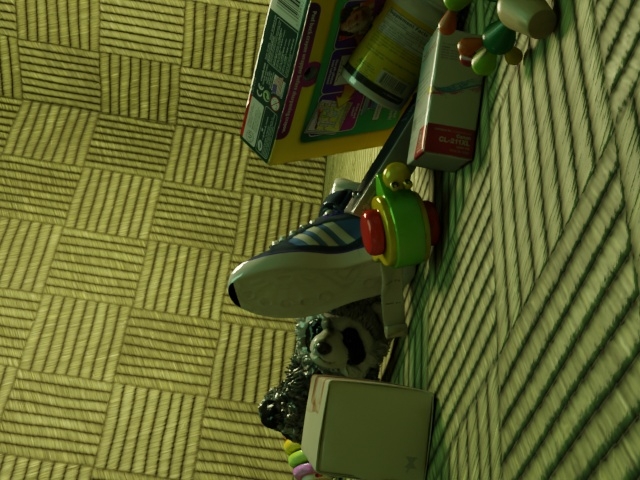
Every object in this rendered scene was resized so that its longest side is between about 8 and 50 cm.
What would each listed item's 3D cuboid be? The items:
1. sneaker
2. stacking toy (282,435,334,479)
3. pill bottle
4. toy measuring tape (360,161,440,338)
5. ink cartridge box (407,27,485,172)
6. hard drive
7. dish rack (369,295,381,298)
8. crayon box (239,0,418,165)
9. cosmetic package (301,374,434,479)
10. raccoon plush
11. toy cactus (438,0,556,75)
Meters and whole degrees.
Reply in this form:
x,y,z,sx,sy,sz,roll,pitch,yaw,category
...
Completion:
x,y,z,sx,sy,sz,roll,pitch,yaw,category
0.000,0.000,1.796,0.236,0.323,0.130,-97,-4,-50,sneaker
-0.014,0.475,2.294,0.165,0.175,0.301,109,158,-60,stacking toy
0.135,-0.322,1.672,0.208,0.119,0.119,-56,11,16,pill bottle
0.122,0.036,1.582,0.121,0.121,0.330,-87,-5,-58,toy measuring tape
0.176,-0.193,1.460,0.127,0.072,0.175,136,143,-84,ink cartridge box
0.126,-0.141,1.662,0.254,0.054,0.172,-59,4,0,hard drive
0.095,0.063,2.057,0.208,0.074,0.271,107,172,-58,dish rack
0.049,-0.322,1.784,0.106,0.313,0.362,45,133,34,crayon box
0.060,0.265,1.514,0.296,0.153,0.129,139,139,-82,cosmetic package
0.022,0.209,1.958,0.446,0.216,0.299,-133,60,-85,raccoon plush
0.210,-0.267,1.154,0.180,0.112,0.219,-118,36,-52,toy cactus
